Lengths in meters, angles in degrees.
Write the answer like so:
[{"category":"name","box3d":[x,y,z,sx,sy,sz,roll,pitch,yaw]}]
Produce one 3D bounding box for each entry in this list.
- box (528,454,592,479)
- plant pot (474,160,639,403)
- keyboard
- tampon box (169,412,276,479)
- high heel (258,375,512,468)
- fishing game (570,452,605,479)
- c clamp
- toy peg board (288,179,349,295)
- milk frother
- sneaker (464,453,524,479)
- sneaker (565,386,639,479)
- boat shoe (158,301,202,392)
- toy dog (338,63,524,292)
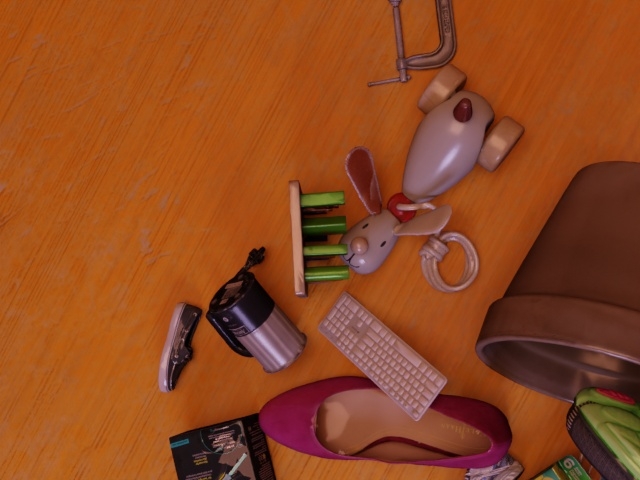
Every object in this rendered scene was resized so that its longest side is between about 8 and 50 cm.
[{"category":"box","box3d":[0.310,0.387,1.525,0.179,0.043,0.105,-41,78,22]},{"category":"plant pot","box3d":[0.398,0.060,1.438,0.323,0.323,0.280,15,74,13]},{"category":"keyboard","box3d":[0.084,0.160,1.560,0.256,0.014,0.072,39,101,47]},{"category":"tampon box","box3d":[-0.138,0.352,1.622,0.120,0.101,0.161,-15,84,12]},{"category":"high heel","box3d":[0.079,0.257,1.537,0.377,0.181,0.127,-4,85,13]},{"category":"fishing game","box3d":[0.479,0.352,1.514,0.264,0.041,0.189,14,95,11]},{"category":"c clamp","box3d":[0.136,-0.316,1.645,0.137,0.022,0.161,-1,86,13]},{"category":"toy peg board","box3d":[0.000,0.000,1.590,0.079,0.160,0.161,-3,85,1]},{"category":"milk frother","box3d":[-0.085,0.100,1.636,0.143,0.129,0.135,-49,115,-22]},{"category":"sneaker","box3d":[0.226,0.351,1.571,0.135,0.052,0.058,-39,69,0]},{"category":"sneaker","box3d":[0.437,0.403,1.396,0.202,0.185,0.483,-29,102,21]},{"category":"boat shoe","box3d":[-0.216,0.166,1.681,0.040,0.049,0.142,11,87,13]},{"category":"toy dog","box3d":[0.150,-0.095,1.556,0.220,0.161,0.334,19,90,14]}]
